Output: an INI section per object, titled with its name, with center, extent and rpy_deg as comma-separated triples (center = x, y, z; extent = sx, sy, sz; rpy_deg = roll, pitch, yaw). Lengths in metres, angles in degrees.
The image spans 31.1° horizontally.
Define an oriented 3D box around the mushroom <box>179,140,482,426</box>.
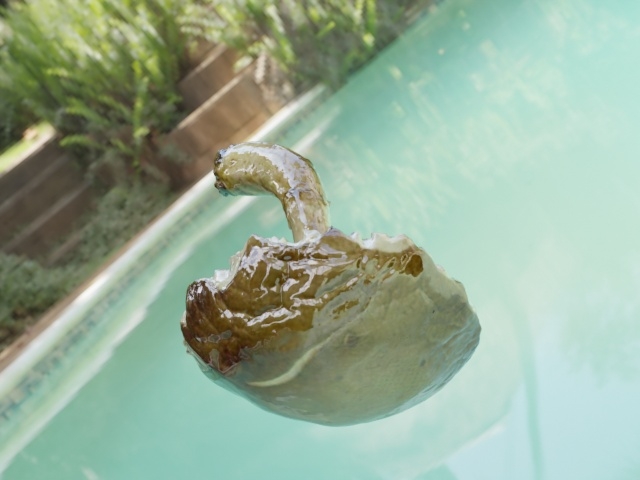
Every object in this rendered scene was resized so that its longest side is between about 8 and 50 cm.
[mushroom]
center = -0.017, 0.007, 0.933
extent = 0.233, 0.302, 0.208
rpy_deg = -34, -17, 30
